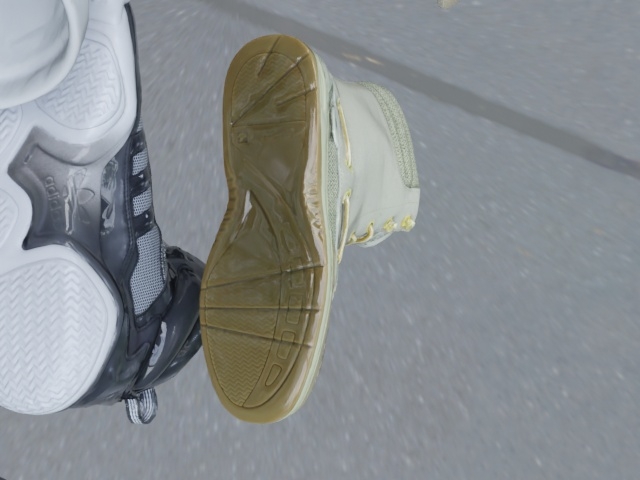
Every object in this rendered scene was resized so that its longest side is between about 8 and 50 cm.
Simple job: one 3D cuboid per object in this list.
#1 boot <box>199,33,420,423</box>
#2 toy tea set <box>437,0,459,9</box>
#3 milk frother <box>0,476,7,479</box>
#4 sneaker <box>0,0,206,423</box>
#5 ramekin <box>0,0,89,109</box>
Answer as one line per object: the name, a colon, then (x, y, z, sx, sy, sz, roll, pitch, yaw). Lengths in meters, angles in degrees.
boot: (0.000, 0.000, 1.086, 0.077, 0.165, 0.213, 1, 85, 23)
toy tea set: (0.089, -0.293, 1.462, 0.124, 0.336, 0.200, 31, 94, 10)
milk frother: (-0.142, 0.040, 0.558, 0.129, 0.143, 0.134, 55, 132, 26)
sneaker: (-0.128, -0.022, 1.118, 0.101, 0.153, 0.268, -3, 75, 29)
ramekin: (-0.217, -0.172, 1.005, 0.207, 0.207, 0.109, 14, 59, -4)
